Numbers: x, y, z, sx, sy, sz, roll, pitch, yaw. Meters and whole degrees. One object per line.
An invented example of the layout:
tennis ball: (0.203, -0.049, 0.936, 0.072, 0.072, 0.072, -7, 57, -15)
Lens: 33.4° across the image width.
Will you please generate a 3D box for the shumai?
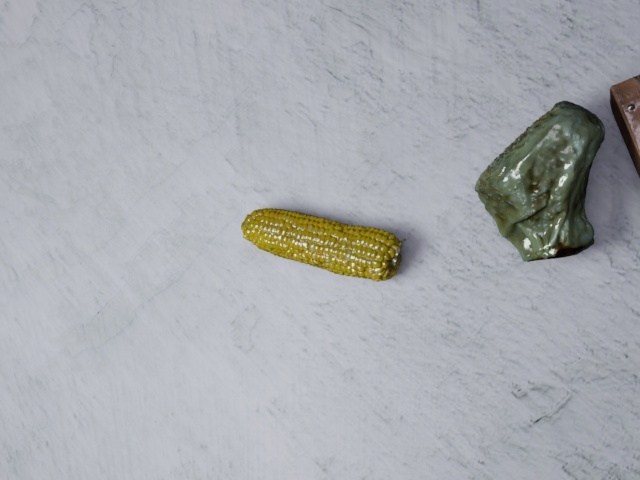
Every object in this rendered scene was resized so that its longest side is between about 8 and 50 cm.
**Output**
shumai: (0.406, -0.100, 1.782, 0.222, 0.225, 0.260, 43, 137, 5)

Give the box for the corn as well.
corn: (0.001, 0.003, 1.949, 0.313, 0.102, 0.102, 15, 89, 21)

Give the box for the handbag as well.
handbag: (0.547, -0.170, 1.773, 0.072, 0.151, 0.193, -23, 77, 10)
